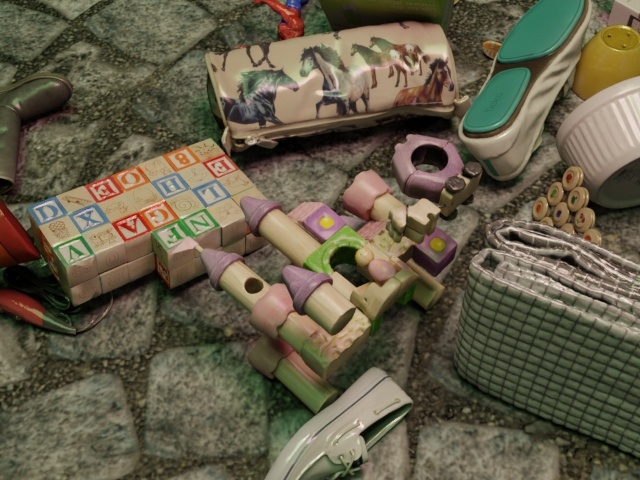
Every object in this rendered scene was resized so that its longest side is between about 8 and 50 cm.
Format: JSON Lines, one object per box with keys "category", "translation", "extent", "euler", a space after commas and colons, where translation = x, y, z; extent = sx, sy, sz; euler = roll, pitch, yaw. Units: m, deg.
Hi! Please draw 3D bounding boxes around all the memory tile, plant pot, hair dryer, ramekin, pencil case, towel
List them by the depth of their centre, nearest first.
{"category": "towel", "translation": [0.313, 0.111, 1.002], "extent": [0.283, 0.235, 0.121], "euler": [20, 51, 17]}
{"category": "hair dryer", "translation": [-0.466, 0.070, 1.174], "extent": [0.293, 0.080, 0.224], "euler": [-27, 57, -16]}
{"category": "memory tile", "translation": [0.345, -0.022, 1.178], "extent": [0.012, 0.113, 0.148], "euler": [12, 52, -21]}
{"category": "ramekin", "translation": [0.458, -0.134, 1.202], "extent": [0.207, 0.207, 0.109], "euler": [-11, 63, -5]}
{"category": "pencil case", "translation": [0.026, -0.242, 1.332], "extent": [0.410, 0.160, 0.184], "euler": [-9, 71, -4]}
{"category": "plant pot", "translation": [0.492, -0.302, 1.388], "extent": [0.134, 0.095, 0.134], "euler": [-1, 53, 2]}

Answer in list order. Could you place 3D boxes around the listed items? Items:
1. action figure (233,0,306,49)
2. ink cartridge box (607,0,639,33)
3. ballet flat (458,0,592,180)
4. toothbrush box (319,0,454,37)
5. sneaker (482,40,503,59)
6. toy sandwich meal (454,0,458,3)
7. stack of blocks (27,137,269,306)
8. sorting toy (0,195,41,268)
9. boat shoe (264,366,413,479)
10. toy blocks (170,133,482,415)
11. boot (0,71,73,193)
{"category": "action figure", "translation": [-0.086, -0.428, 1.523], "extent": [0.139, 0.091, 0.280], "euler": [4, 52, -2]}
{"category": "ink cartridge box", "translation": [0.593, -0.405, 1.481], "extent": [0.104, 0.060, 0.180], "euler": [-34, 59, -20]}
{"category": "ballet flat", "translation": [0.340, -0.248, 1.342], "extent": [0.139, 0.139, 0.400], "euler": [22, 57, 19]}
{"category": "toothbrush box", "translation": [0.112, -0.422, 1.375], "extent": [0.206, 0.283, 0.122], "euler": [10, 87, 10]}
{"category": "sneaker", "translation": [0.329, -0.338, 1.470], "extent": [0.083, 0.032, 0.037], "euler": [16, 42, 9]}
{"category": "toy sandwich meal", "translation": [0.226, -0.472, 1.574], "extent": [0.085, 0.029, 0.086], "euler": [-2, 53, 2]}
{"category": "stack of blocks", "translation": [-0.240, -0.020, 1.193], "extent": [0.297, 0.087, 0.171], "euler": [-25, 55, -27]}
{"category": "sorting toy", "translation": [-0.534, -0.059, 1.189], "extent": [0.126, 0.127, 0.365], "euler": [-38, 54, -12]}
{"category": "boat shoe", "translation": [0.026, 0.245, 1.008], "extent": [0.075, 0.083, 0.226], "euler": [33, 61, 26]}
{"category": "toy blocks", "translation": [0.000, 0.000, 1.054], "extent": [0.260, 0.309, 0.288], "euler": [40, 64, 21]}
{"category": "boot", "translation": [-0.503, -0.174, 1.364], "extent": [0.189, 0.076, 0.209], "euler": [-17, 45, 9]}
